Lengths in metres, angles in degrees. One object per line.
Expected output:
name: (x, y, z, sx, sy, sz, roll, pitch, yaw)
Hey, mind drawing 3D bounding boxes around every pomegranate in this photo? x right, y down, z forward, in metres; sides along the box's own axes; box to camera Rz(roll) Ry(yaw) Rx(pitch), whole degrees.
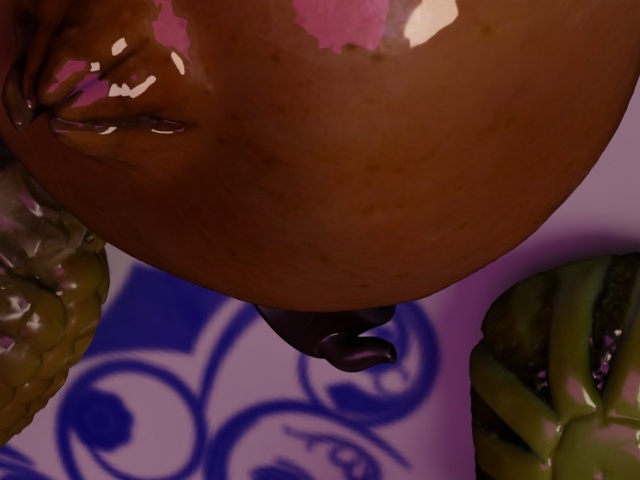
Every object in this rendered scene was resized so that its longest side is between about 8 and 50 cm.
pomegranate: (-0.009, -0.082, 0.441, 0.209, 0.209, 0.209, 5, 113, 12)

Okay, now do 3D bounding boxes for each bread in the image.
bread: (0.111, 0.073, 0.540, 0.130, 0.071, 0.139, -5, 110, 21)

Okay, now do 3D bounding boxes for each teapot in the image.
teapot: (0.000, 0.000, 0.542, 0.045, 0.068, 0.100, -28, 69, 20)

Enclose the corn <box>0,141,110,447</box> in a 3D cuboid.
corn: (-0.213, 0.077, 0.601, 0.363, 0.120, 0.120, -35, 100, 28)
